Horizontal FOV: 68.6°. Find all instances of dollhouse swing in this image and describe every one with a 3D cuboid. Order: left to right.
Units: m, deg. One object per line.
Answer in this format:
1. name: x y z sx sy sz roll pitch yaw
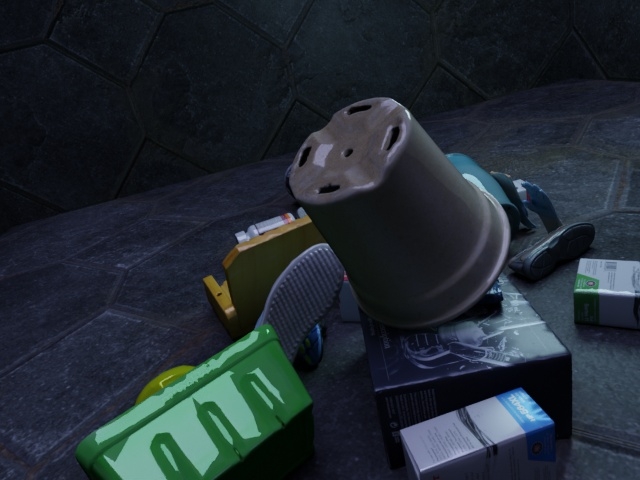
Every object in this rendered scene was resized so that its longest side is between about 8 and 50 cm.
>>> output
1. dollhouse swing: -0.154 0.047 1.313 0.346 0.305 0.315 -24 34 -21

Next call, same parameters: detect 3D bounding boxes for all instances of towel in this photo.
1. towel: 0.276 0.100 0.877 0.119 0.029 0.067 -5 24 16

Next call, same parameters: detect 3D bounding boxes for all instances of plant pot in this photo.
1. plant pot: 0.117 -0.061 0.824 0.333 0.305 0.334 -24 44 25
2. plant pot: 0.439 -0.086 1.398 0.271 0.272 0.255 -19 37 -13

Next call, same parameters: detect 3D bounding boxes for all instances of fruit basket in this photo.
1. fruit basket: -0.234 0.320 0.856 0.391 0.283 0.392 -1 37 0

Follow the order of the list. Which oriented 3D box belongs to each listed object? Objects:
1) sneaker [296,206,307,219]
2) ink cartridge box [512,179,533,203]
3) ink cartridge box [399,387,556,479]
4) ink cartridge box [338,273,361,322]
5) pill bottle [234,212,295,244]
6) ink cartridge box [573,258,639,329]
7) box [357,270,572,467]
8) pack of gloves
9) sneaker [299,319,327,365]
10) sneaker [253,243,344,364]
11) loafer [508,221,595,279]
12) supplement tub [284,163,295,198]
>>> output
1. sneaker: -0.001 0.001 1.511 0.086 0.163 0.226 -28 52 -24
2. ink cartridge box: 0.659 -0.156 1.653 0.150 0.063 0.109 -14 23 -1
3. ink cartridge box: 0.231 0.325 0.690 0.203 0.148 0.086 -16 24 -6
4. ink cartridge box: 0.106 0.117 1.258 0.072 0.128 0.175 -2 26 22
5. pill bottle: -0.194 -0.012 1.725 0.221 0.121 0.121 -20 24 -15
6. ink cartridge box: 0.667 0.114 1.006 0.208 0.087 0.153 2 28 34
7. box: 0.245 0.211 0.904 0.312 0.179 0.343 -11 23 3
8. pack of gloves: 0.597 -0.088 1.365 0.046 0.232 0.195 -44 27 -5
9. sneaker: -0.012 0.225 1.151 0.067 0.078 0.188 -37 32 19
10. sneaker: -0.072 0.155 1.053 0.366 0.135 0.150 -58 13 8
11. loafer: 0.618 0.015 1.258 0.267 0.096 0.084 -25 20 -21
12. supplement tub: -0.033 -0.237 2.055 0.193 0.194 0.316 -19 23 -11
